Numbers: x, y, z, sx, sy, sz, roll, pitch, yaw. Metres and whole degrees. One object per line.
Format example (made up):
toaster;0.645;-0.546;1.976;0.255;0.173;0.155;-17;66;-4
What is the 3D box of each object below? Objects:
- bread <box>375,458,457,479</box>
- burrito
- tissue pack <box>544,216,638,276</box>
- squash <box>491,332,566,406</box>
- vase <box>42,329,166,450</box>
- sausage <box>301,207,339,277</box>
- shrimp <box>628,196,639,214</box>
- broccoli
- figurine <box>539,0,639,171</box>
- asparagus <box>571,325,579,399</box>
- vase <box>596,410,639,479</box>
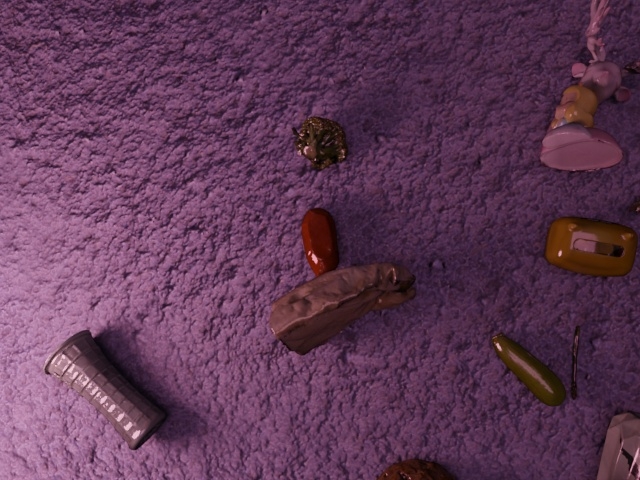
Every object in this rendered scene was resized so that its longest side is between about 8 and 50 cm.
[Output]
bread;0.211;0.603;1.215;0.230;0.123;0.230;-1;86;12
burrito;0.052;0.132;1.261;0.331;0.190;0.135;-27;57;2
tissue pack;0.589;0.014;1.202;0.178;0.127;0.123;11;89;11
squash;0.463;0.285;1.231;0.066;0.066;0.201;-44;74;3
vase;-0.522;0.372;1.353;0.299;0.143;0.143;41;92;8
sausage;0.000;0.000;1.323;0.089;0.089;0.179;-14;73;8
shrimp;0.833;-0.078;1.196;0.317;0.077;0.168;-12;85;5
broccoli;0.000;-0.234;1.327;0.130;0.120;0.131;-9;117;28
figurine;0.613;-0.328;1.165;0.206;0.284;0.316;18;77;9
asparagus;0.572;0.274;1.238;0.016;0.013;0.166;4;85;21
vase;0.631;0.544;1.141;0.165;0.165;0.360;20;93;11
